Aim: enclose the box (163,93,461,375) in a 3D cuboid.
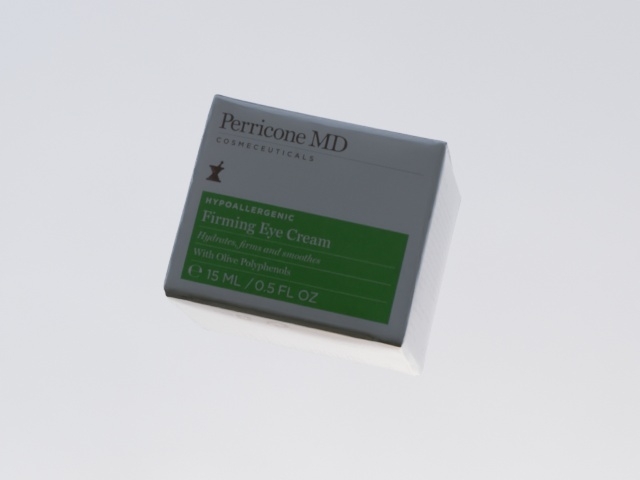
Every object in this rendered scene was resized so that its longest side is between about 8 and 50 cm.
[{"bbox_3d":[0.000,0.000,0.785,0.101,0.087,0.102,12,-10,9],"label":"box"}]
